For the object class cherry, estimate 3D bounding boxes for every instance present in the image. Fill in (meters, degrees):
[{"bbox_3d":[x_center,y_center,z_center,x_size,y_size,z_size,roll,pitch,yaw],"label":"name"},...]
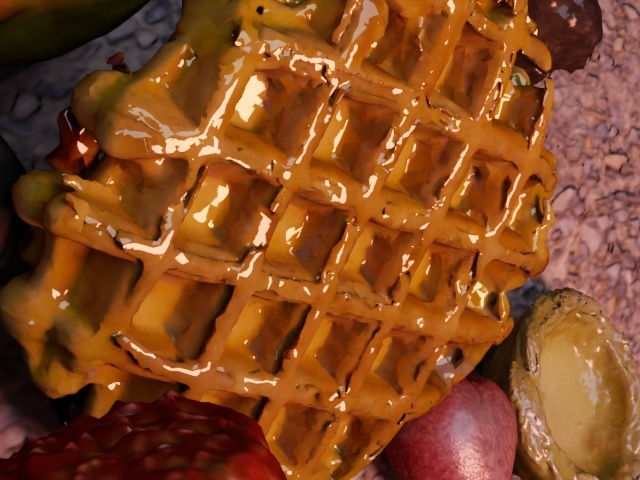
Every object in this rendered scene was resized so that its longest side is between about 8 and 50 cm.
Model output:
[{"bbox_3d":[0.087,0.106,1.003,0.107,0.090,0.225,-4,70,-28],"label":"cherry"}]

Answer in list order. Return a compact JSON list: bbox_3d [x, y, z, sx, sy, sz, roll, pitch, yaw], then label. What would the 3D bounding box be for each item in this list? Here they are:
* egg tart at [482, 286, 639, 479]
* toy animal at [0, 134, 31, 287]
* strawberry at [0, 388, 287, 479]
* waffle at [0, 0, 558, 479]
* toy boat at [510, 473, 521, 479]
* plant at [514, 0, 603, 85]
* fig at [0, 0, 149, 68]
[{"bbox_3d":[0.202,0.136,1.096,0.197,0.078,0.197,16,66,-40],"label":"egg tart"},{"bbox_3d":[-0.262,0.048,0.646,0.343,0.106,0.168,-46,148,-50],"label":"toy animal"},{"bbox_3d":[-0.116,0.226,0.609,0.292,0.343,0.292,13,67,-32],"label":"strawberry"},{"bbox_3d":[0.000,0.000,0.802,0.382,0.095,0.379,-35,133,-19],"label":"waffle"},{"bbox_3d":[0.156,0.247,1.041,0.049,0.047,0.149,-22,94,-57],"label":"toy boat"},{"bbox_3d":[0.088,-0.181,1.008,0.213,0.215,0.312,41,56,-28],"label":"plant"},{"bbox_3d":[-0.185,-0.268,0.763,0.258,0.258,0.326,23,61,-34],"label":"fig"}]
